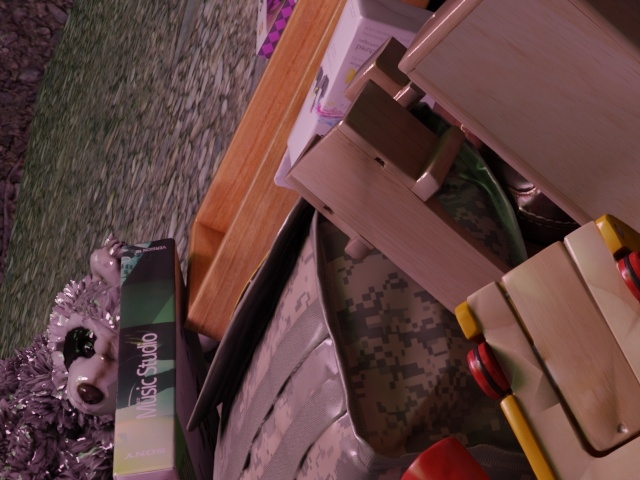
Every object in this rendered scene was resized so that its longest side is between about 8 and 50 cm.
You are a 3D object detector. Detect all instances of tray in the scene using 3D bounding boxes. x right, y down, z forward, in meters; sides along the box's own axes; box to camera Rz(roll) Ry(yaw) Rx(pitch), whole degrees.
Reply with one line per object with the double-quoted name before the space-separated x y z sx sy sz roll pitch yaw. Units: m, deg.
"tray" -0.005 -0.125 1.735 0.203 0.076 0.411 -93 28 -64

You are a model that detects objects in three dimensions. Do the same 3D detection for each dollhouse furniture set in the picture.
"dollhouse furniture set" 0.180 -0.149 1.136 0.303 0.174 0.355 -43 10 39

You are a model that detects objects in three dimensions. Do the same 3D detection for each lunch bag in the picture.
"lunch bag" 0.024 0.085 1.206 0.235 0.169 0.287 117 150 -43

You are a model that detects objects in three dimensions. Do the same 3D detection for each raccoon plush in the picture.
"raccoon plush" -0.225 0.085 2.141 0.299 0.216 0.446 -58 20 23

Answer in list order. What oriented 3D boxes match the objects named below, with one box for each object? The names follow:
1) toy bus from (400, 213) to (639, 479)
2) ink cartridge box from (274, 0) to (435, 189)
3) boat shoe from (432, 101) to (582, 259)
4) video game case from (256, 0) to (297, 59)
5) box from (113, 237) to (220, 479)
"toy bus" 0.154 0.090 0.947 0.104 0.191 0.202 21 -95 -62
"ink cartridge box" 0.042 -0.091 1.535 0.061 0.104 0.181 -99 29 -59
"boat shoe" 0.125 -0.061 1.273 0.207 0.073 0.073 -122 39 -58
"video game case" -0.007 -0.336 2.085 0.232 0.042 0.210 122 157 -44
"box" -0.128 0.182 1.734 0.322 0.058 0.232 -99 -2 -56
